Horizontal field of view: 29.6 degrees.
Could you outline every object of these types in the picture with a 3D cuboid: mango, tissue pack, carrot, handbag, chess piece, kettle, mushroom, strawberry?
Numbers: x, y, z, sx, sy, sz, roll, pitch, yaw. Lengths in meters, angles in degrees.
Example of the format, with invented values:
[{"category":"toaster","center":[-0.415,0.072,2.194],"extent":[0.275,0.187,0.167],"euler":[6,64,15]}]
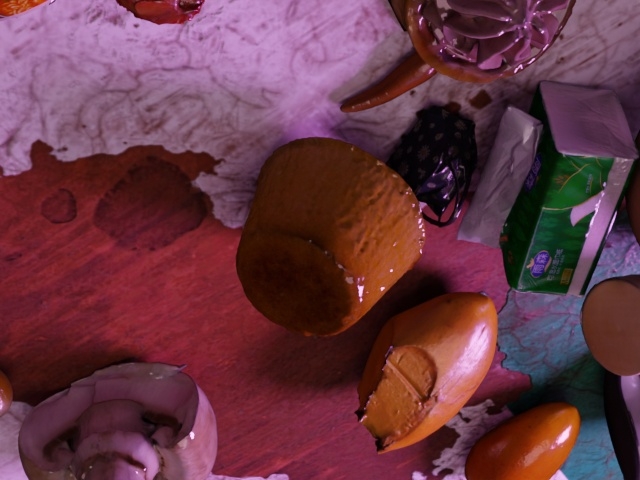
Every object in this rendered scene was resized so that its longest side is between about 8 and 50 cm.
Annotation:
[{"category":"mango","center":[0.138,0.163,1.590],"extent":[0.153,0.126,0.252],"euler":[31,111,-19]},{"category":"tissue pack","center":[0.258,-0.060,1.411],"extent":[0.156,0.148,0.209],"euler":[6,129,-8]},{"category":"carrot","center":[0.085,-0.177,1.353],"extent":[0.142,0.035,0.035],"euler":[-31,129,20]},{"category":"handbag","center":[0.135,-0.071,1.380],"extent":[0.072,0.139,0.115],"euler":[21,123,-25]},{"category":"chess piece","center":[0.496,0.073,1.527],"extent":[0.397,0.117,0.117],"euler":[-11,137,-39]},{"category":"kettle","center":[0.535,0.228,1.721],"extent":[0.255,0.165,0.240],"euler":[-12,102,3]},{"category":"mushroom","center":[-0.249,0.290,1.570],"extent":[0.253,0.195,0.189],"euler":[-16,134,6]},{"category":"strawberry","center":[-0.176,-0.268,1.212],"extent":[0.152,0.048,0.104],"euler":[10,123,-23]},{"category":"mango","center":[0.301,0.311,1.762],"extent":[0.141,0.102,0.217],"euler":[19,126,-33]}]

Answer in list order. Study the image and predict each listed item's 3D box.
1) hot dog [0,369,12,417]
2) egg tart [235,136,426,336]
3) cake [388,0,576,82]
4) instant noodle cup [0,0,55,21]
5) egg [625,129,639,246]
[{"category":"hot dog","center":[-0.501,0.170,1.488],"extent":[0.242,0.084,0.073],"euler":[7,129,-16]},{"category":"egg tart","center":[0.000,0.000,1.371],"extent":[0.215,0.171,0.215],"euler":[16,132,18]},{"category":"cake","center":[0.170,-0.241,1.224],"extent":[0.185,0.178,0.208],"euler":[23,125,-28]},{"category":"instant noodle cup","center":[-0.304,-0.305,1.063],"extent":[0.213,0.213,0.174],"euler":[-13,139,-1]},{"category":"egg","center":[0.527,-0.072,1.357],"extent":[0.373,0.301,0.301],"euler":[-10,131,-12]}]
